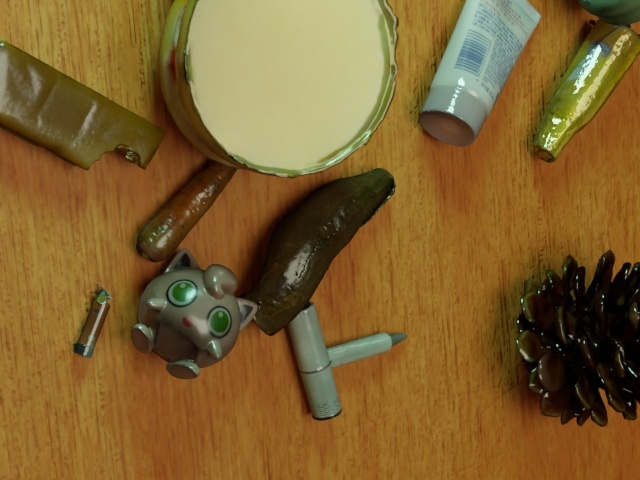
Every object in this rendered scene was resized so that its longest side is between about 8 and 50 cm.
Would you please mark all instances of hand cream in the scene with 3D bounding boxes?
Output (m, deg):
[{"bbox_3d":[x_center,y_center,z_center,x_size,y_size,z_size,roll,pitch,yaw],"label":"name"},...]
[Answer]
[{"bbox_3d":[0.210,-0.248,1.937,0.133,0.083,0.248,44,62,-32],"label":"hand cream"}]

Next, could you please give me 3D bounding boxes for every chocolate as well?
[{"bbox_3d":[0.369,-0.206,2.046,0.086,0.086,0.219,40,76,-32],"label":"chocolate"}]

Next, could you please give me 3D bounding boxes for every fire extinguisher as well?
[{"bbox_3d":[-0.263,0.093,1.682,0.028,0.022,0.083,20,84,-5],"label":"fire extinguisher"}]

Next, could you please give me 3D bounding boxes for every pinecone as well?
[{"bbox_3d":[0.407,0.130,2.025,0.264,0.264,0.264,-6,100,-34],"label":"pinecone"}]

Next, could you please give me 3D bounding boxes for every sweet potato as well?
[{"bbox_3d":[-0.006,-0.003,1.820,0.286,0.085,0.112,-52,156,-30],"label":"sweet potato"}]

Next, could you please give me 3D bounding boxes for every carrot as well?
[{"bbox_3d":[-0.150,-0.051,1.727,0.191,0.047,0.047,-51,122,-21],"label":"carrot"}]

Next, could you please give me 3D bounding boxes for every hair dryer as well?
[{"bbox_3d":[0.042,0.126,1.894,0.183,0.044,0.154,-28,113,-34],"label":"hair dryer"}]

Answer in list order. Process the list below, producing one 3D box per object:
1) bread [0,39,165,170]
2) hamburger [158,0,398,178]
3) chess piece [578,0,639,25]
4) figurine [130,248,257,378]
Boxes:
[{"bbox_3d":[-0.284,-0.135,1.616,0.226,0.049,0.088,30,80,-35],"label":"bread"},{"bbox_3d":[-0.069,-0.225,1.666,0.261,0.186,0.302,-34,111,-15],"label":"hamburger"},{"bbox_3d":[0.346,-0.443,1.941,0.299,0.194,0.194,34,77,-24],"label":"chess piece"},{"bbox_3d":[-0.150,0.088,1.698,0.138,0.125,0.125,-52,123,-32],"label":"figurine"}]
